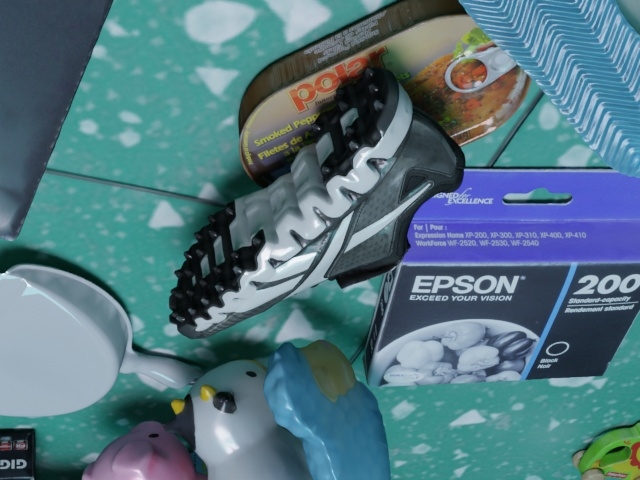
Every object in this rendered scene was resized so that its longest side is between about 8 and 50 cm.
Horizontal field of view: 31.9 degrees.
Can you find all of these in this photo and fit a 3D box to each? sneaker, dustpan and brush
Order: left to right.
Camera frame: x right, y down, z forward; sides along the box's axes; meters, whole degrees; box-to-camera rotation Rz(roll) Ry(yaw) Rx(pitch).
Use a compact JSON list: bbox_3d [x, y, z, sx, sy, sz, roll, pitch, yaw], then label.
[{"bbox_3d":[-0.174,0.089,0.841,0.211,0.060,0.147,27,122,-26],"label":"dustpan and brush"},{"bbox_3d":[0.000,0.000,0.701,0.106,0.078,0.234,27,125,-31],"label":"sneaker"},{"bbox_3d":[0.134,-0.141,0.626,0.087,0.092,0.229,-28,116,22],"label":"sneaker"}]

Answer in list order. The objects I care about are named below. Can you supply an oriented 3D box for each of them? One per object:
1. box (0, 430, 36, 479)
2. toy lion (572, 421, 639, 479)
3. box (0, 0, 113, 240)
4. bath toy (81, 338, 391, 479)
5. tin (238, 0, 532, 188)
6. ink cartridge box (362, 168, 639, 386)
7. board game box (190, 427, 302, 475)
[{"bbox_3d":[-0.337,0.245,0.974,0.175,0.051,0.220,1,137,-14],"label":"box"},{"bbox_3d":[0.309,0.203,1.085,0.100,0.034,0.096,11,127,-23],"label":"toy lion"},{"bbox_3d":[-0.149,-0.162,0.410,0.165,0.143,0.270,18,102,-28],"label":"box"},{"bbox_3d":[-0.118,0.198,0.870,0.348,0.151,0.129,-33,143,26],"label":"bath toy"},{"bbox_3d":[0.037,-0.088,0.695,0.189,0.040,0.106,-23,141,14],"label":"tin"},{"bbox_3d":[0.148,0.033,0.848,0.206,0.045,0.208,-1,136,-11],"label":"ink cartridge box"},{"bbox_3d":[-0.099,0.293,1.009,0.275,0.144,0.142,-34,134,25],"label":"board game box"}]
